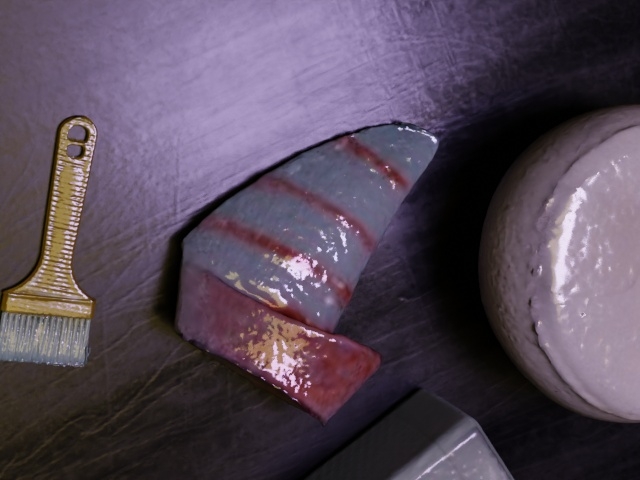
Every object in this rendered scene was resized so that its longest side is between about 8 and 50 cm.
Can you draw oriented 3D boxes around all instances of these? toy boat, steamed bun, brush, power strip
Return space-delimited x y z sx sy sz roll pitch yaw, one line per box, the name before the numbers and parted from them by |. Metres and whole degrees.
toy boat | 0.000 0.000 1.409 0.206 0.096 0.282 32 79 -5
steamed bun | 0.266 0.017 1.438 0.283 0.177 0.283 -3 98 -20
brush | -0.224 0.000 1.366 0.082 0.010 0.218 8 95 -18
power strip | 0.064 0.261 1.433 0.224 0.139 0.140 -37 108 -9
